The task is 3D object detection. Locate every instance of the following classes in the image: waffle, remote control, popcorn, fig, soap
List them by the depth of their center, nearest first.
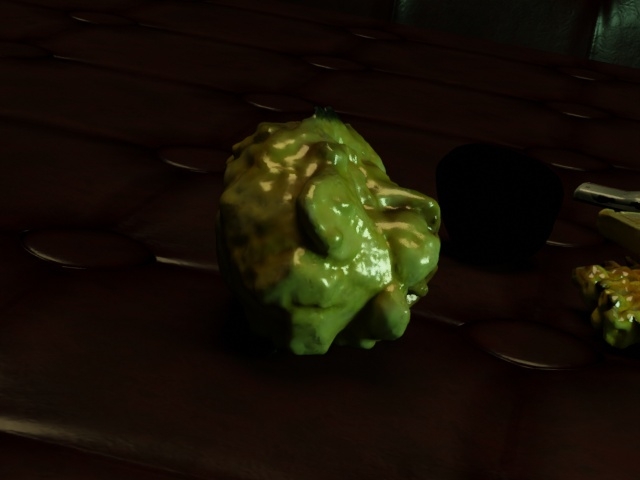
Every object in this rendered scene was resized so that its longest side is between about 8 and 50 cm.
[{"bbox_3d":[0.000,0.000,1.516,0.252,0.215,0.286,41,17,-7],"label":"popcorn"},{"bbox_3d":[0.445,0.089,1.715,0.329,0.062,0.329,10,15,-2],"label":"waffle"},{"bbox_3d":[0.418,0.009,1.817,0.092,0.037,0.252,7,13,-16],"label":"soap"},{"bbox_3d":[0.217,-0.052,1.909,0.165,0.154,0.144,50,7,10],"label":"fig"},{"bbox_3d":[0.467,-0.061,2.297,0.166,0.029,0.065,15,18,19],"label":"remote control"}]
